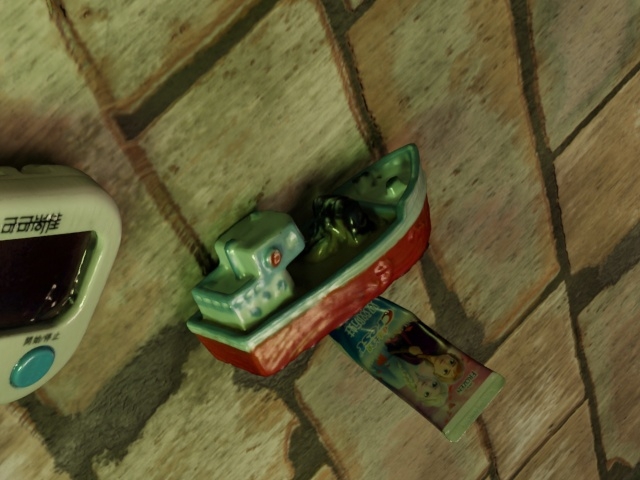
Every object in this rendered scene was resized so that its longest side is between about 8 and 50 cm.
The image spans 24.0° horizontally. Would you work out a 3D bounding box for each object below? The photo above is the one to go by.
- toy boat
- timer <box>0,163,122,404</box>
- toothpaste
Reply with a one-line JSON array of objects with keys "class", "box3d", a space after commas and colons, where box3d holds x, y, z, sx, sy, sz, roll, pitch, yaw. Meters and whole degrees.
[{"class": "toy boat", "box3d": [0.000, 0.000, 1.646, 0.332, 0.145, 0.133, -38, 119, -27]}, {"class": "timer", "box3d": [-0.300, 0.042, 1.304, 0.262, 0.087, 0.237, -8, 127, -52]}, {"class": "toothpaste", "box3d": [0.085, 0.123, 1.749, 0.096, 0.266, 0.061, -48, 152, -12]}]
